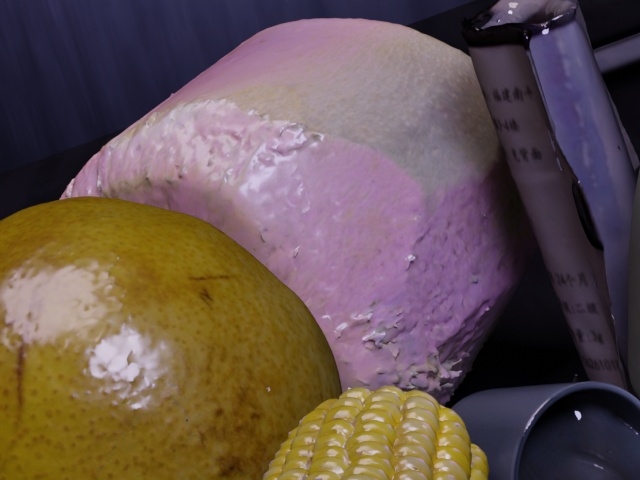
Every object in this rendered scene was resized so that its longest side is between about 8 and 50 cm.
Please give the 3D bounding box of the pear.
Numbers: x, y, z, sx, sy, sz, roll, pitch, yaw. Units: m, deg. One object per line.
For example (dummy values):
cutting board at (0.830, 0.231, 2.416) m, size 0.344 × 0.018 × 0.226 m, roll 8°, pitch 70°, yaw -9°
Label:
pear at (-0.097, 0.092, 0.848) m, size 0.209 × 0.209 × 0.209 m, roll -19°, pitch 13°, yaw 5°

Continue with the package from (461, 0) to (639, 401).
package at (0.133, -0.033, 0.998) m, size 0.062 × 0.204 × 0.251 m, roll -15°, pitch 12°, yaw 16°

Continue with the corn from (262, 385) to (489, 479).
corn at (0.004, 0.141, 0.689) m, size 0.093 × 0.093 × 0.244 m, roll -15°, pitch 23°, yaw 22°

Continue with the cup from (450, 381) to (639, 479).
cup at (0.084, 0.105, 0.811) m, size 0.100 × 0.078 × 0.077 m, roll -50°, pitch 19°, yaw -21°

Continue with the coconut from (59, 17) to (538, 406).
coconut at (0.000, 0.000, 1.055) m, size 0.233 × 0.233 × 0.245 m, roll -11°, pitch 16°, yaw 34°

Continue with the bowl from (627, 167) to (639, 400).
bowl at (0.288, -0.054, 0.811) m, size 0.354 × 0.185 × 0.354 m, roll -11°, pitch 13°, yaw 3°
